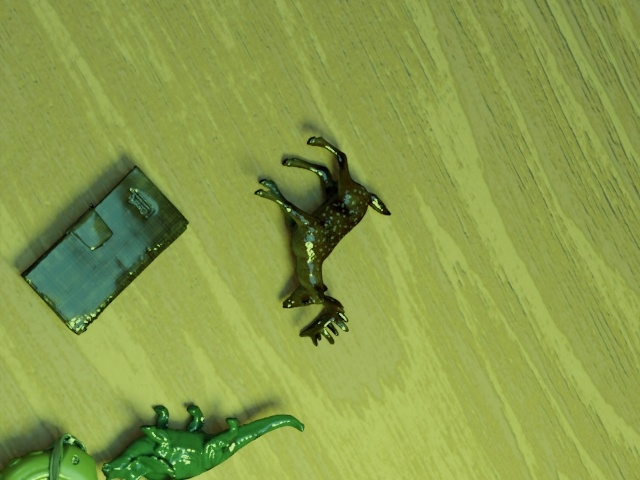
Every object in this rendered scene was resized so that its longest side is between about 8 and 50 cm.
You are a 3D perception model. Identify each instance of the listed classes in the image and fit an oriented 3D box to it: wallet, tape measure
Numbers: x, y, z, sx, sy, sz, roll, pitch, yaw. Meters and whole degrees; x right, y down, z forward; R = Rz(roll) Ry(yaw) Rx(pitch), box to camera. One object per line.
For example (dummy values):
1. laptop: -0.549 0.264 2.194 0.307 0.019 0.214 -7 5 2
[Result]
1. wallet: -0.301 0.012 1.668 0.230 0.042 0.124 -46 109 -17
2. tape measure: -0.366 0.369 1.596 0.175 0.106 0.200 -14 92 -26

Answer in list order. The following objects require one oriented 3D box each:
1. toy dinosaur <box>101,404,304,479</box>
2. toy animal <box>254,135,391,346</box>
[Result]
1. toy dinosaur: -0.176 0.280 1.698 0.292 0.079 0.120 -25 104 -19
2. toy animal: 0.006 0.000 1.778 0.243 0.087 0.260 -43 102 -17
